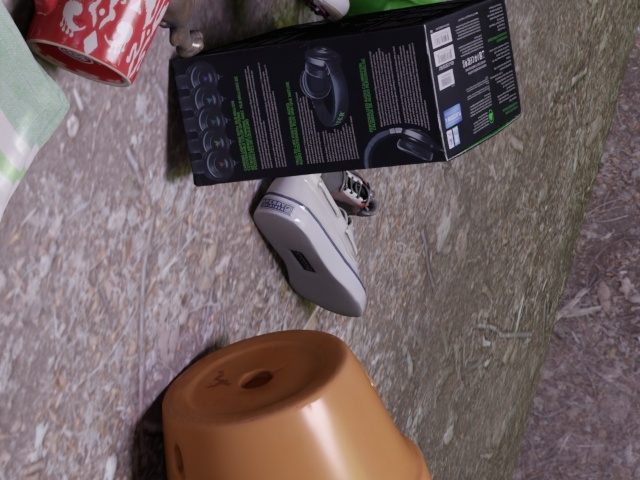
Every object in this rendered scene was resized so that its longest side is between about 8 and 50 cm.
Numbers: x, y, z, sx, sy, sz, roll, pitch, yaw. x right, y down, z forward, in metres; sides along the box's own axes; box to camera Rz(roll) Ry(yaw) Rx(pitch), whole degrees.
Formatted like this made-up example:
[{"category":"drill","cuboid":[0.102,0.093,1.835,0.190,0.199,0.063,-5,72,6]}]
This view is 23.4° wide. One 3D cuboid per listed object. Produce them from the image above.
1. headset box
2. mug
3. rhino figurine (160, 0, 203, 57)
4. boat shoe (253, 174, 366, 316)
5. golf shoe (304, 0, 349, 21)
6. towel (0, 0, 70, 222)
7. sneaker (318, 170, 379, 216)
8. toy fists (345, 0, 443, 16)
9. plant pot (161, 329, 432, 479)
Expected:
[{"category":"headset box","cuboid":[0.023,-0.148,1.524,0.246,0.283,0.131,-32,115,-63]},{"category":"mug","cuboid":[-0.180,-0.224,1.233,0.113,0.150,0.169,172,-61,-74]},{"category":"rhino figurine","cuboid":[-0.115,-0.293,1.364,0.106,0.073,0.243,47,56,-68]},{"category":"boat shoe","cuboid":[0.000,0.000,1.792,0.088,0.096,0.267,-64,147,-21]},{"category":"golf shoe","cuboid":[-0.015,-0.299,1.482,0.186,0.086,0.067,58,-2,-15]},{"category":"towel","cuboid":[-0.294,-0.036,1.098,0.248,0.038,0.325,65,42,-56]},{"category":"sneaker","cuboid":[0.034,-0.068,1.868,0.158,0.064,0.061,40,64,-67]},{"category":"toy fists","cuboid":[0.069,-0.236,1.729,0.096,0.142,0.279,-66,163,-54]},{"category":"plant pot","cuboid":[-0.039,0.226,1.588,0.291,0.290,0.204,-48,128,-53]}]
